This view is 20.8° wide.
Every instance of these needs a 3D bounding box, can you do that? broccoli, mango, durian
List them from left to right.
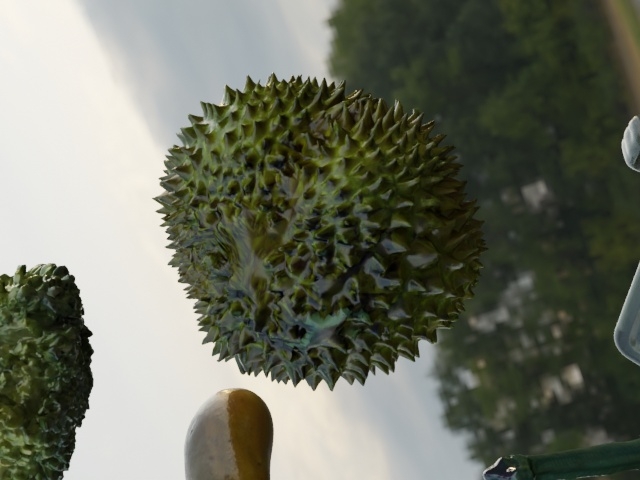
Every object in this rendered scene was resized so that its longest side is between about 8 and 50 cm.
[{"bbox_3d":[-0.344,0.138,1.678,0.247,0.243,0.263,-130,50,-59],"label":"broccoli"},{"bbox_3d":[-0.099,0.240,1.905,0.090,0.115,0.178,25,-142,-28],"label":"mango"},{"bbox_3d":[0.000,0.003,1.456,0.225,0.291,0.291,-89,-22,-50],"label":"durian"}]

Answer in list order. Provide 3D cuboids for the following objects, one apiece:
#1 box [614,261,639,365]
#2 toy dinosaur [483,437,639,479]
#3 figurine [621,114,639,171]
[{"bbox_3d":[0.423,0.053,1.853,0.130,0.162,0.227,-31,-37,-47],"label":"box"},{"bbox_3d":[0.294,0.172,1.565,0.383,0.330,0.129,89,174,-88],"label":"toy dinosaur"},{"bbox_3d":[0.423,-0.142,1.444,0.285,0.342,0.167,35,-167,-33],"label":"figurine"}]
